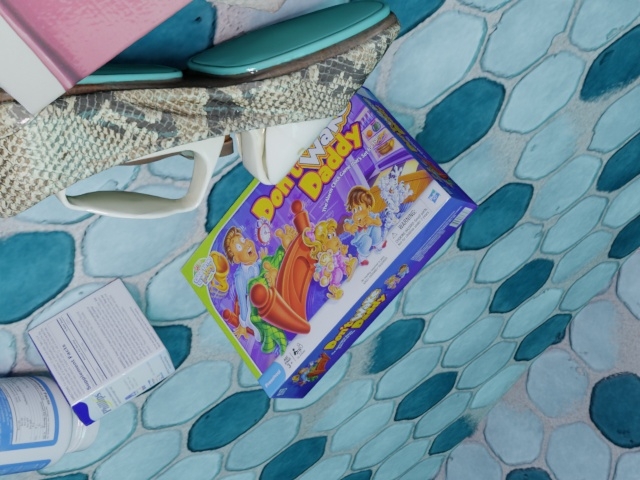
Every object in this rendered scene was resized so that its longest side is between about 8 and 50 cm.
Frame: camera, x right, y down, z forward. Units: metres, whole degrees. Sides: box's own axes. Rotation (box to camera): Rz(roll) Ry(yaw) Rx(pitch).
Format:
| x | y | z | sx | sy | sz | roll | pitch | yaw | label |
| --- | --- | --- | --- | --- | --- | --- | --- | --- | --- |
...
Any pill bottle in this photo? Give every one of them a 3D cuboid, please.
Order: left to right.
| x | y | z | sx | sy | sz | roll | pitch | yaw | label |
| --- | --- | --- | --- | --- | --- | --- | --- | --- | --- |
| -0.396 | 0.235 | 1.399 | 0.221 | 0.124 | 0.124 | 5 | 129 | -51 | pill bottle |

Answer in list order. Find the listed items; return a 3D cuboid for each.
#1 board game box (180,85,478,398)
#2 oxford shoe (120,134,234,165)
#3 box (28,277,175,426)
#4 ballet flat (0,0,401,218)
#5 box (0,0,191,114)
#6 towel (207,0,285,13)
| x | y | z | sx | sy | sz | roll | pitch | yaw | label |
| --- | --- | --- | --- | --- | --- | --- | --- | --- | --- |
| 0.000 | 0.000 | 1.406 | 0.347 | 0.233 | 0.078 | -50 | 150 | 18 | board game box |
| -0.194 | -0.123 | 1.204 | 0.212 | 0.076 | 0.076 | -13 | 112 | -35 | oxford shoe |
| -0.277 | 0.142 | 1.401 | 0.137 | 0.126 | 0.072 | -31 | 152 | -13 | box |
| -0.127 | -0.124 | 1.135 | 0.483 | 0.164 | 0.182 | -17 | 113 | -28 | ballet flat |
| -0.189 | -0.239 | 0.878 | 0.232 | 0.148 | 0.127 | -33 | 134 | 10 | box |
| -0.097 | -0.314 | 1.047 | 0.282 | 0.049 | 0.187 | -1 | 135 | -49 | towel |
